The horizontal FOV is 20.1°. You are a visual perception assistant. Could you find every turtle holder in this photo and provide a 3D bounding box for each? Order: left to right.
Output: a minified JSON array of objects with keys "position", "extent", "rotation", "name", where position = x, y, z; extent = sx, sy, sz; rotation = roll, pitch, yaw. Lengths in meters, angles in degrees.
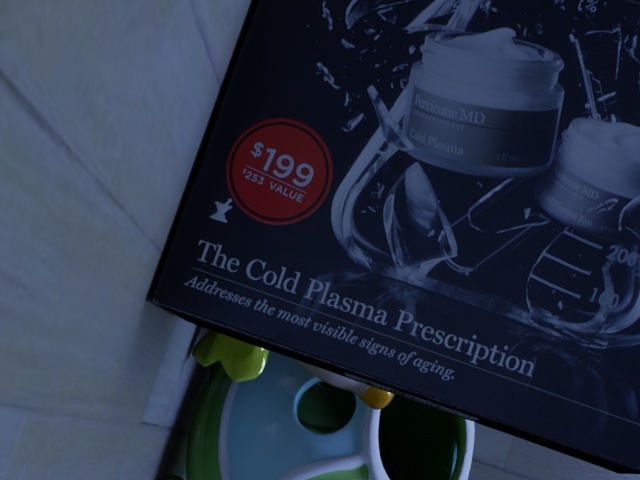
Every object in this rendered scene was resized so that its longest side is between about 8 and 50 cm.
[{"position":[0.002,0.213,1.572],"extent":[0.227,0.243,0.320],"rotation":[-21,-156,48],"name":"turtle holder"}]

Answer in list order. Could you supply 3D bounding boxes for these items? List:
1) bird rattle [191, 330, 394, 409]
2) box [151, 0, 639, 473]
[{"position":[0.011,0.033,1.506],"extent":[0.143,0.207,0.253],"rotation":[-49,-176,44],"name":"bird rattle"},{"position":[0.104,-0.044,1.203],"extent":[0.179,0.343,0.313],"rotation":[75,34,-83],"name":"box"}]
